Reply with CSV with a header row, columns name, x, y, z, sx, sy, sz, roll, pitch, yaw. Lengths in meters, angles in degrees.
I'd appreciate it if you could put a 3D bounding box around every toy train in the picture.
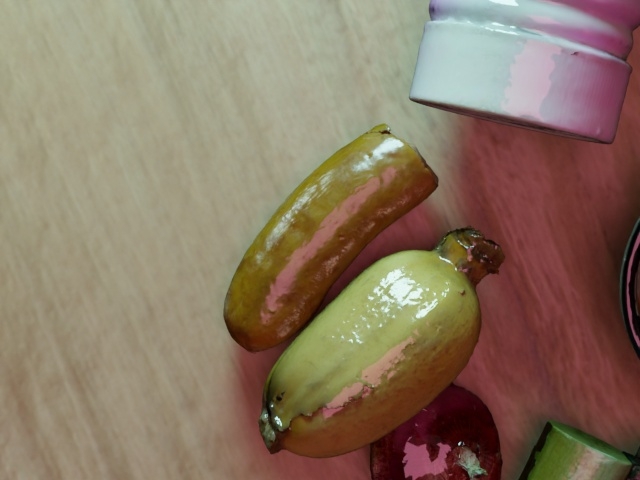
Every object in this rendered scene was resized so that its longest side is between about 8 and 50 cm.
name,x,y,z,sx,sy,sz,roll,pitch,yaw
toy train,0.258,0.332,1.357,0.189,0.126,0.307,25,96,-15

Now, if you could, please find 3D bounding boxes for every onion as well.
name,x,y,z,sx,sy,sz,roll,pitch,yaw
onion,0.129,0.222,1.343,0.150,0.140,0.150,0,88,-12

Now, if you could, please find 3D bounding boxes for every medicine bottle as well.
name,x,y,z,sx,sy,sz,roll,pitch,yaw
medicine bottle,0.217,-0.271,1.264,0.212,0.212,0.325,11,95,-4

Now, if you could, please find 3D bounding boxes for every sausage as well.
name,x,y,z,sx,sy,sz,roll,pitch,yaw
sausage,0.000,0.000,1.335,0.109,0.109,0.270,41,92,-6

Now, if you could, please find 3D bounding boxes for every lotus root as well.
name,x,y,z,sx,sy,sz,roll,pitch,yaw
lotus root,0.061,0.110,1.321,0.303,0.131,0.146,-42,61,-8

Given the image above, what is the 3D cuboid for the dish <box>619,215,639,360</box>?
name,x,y,z,sx,sy,sz,roll,pitch,yaw
dish,0.428,0.036,1.348,0.303,0.120,0.303,0,96,-3
